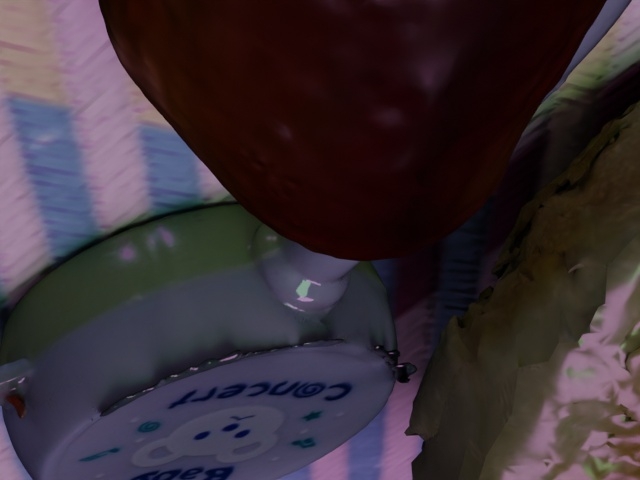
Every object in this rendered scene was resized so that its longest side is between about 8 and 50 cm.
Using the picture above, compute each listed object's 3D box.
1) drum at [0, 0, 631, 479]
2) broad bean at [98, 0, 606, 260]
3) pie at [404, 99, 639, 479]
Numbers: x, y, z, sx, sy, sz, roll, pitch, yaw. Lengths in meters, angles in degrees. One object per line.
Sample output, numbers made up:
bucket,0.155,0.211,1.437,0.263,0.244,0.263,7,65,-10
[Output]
drum,0.014,0.003,0.539,0.253,0.049,0.130,-35,151,30
broad bean,0.015,-0.064,0.374,0.114,0.084,0.165,-23,154,-36
pie,0.177,0.042,0.619,0.371,0.078,0.296,-28,135,0
